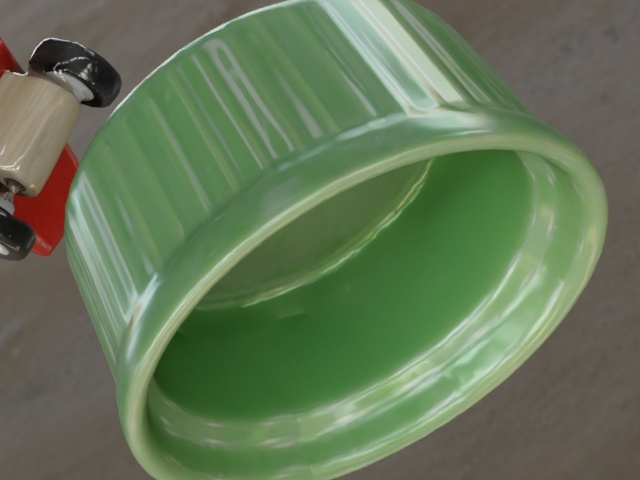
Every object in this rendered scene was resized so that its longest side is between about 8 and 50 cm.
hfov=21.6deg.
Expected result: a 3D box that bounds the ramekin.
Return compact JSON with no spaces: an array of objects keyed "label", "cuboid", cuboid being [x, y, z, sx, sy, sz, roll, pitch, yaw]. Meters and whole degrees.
[{"label":"ramekin","cuboid":[0.000,0.000,0.977,0.303,0.303,0.148,-38,57,10]}]

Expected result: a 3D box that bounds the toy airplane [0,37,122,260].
[{"label":"toy airplane","cuboid":[-0.344,-0.142,1.042,0.386,0.384,0.272,-17,13,-38]}]
